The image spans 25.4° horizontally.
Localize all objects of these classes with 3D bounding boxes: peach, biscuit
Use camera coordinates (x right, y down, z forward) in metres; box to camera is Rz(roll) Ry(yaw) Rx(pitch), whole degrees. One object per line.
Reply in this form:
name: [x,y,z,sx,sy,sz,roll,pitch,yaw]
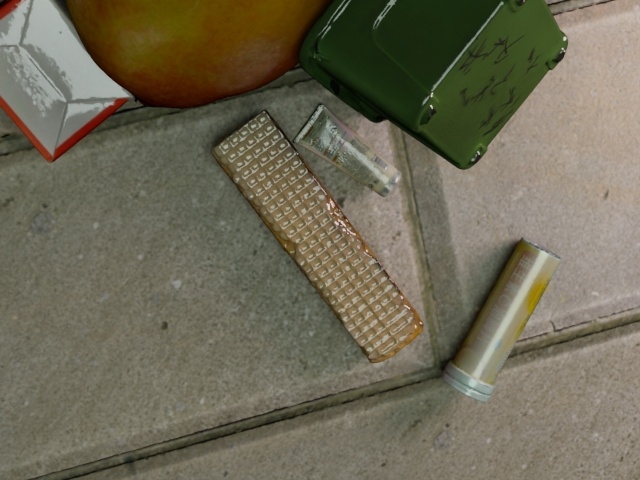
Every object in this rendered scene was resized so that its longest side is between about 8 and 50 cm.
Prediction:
peach: [-0.131,-0.297,1.569,0.308,0.308,0.332,26,110,-19]
biscuit: [0.000,0.000,1.806,0.094,0.054,0.378,-37,111,2]

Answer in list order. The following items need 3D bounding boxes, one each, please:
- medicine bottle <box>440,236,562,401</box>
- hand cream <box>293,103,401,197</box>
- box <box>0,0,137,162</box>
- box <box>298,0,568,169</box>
medicine bottle: [0.242,0.104,1.886,0.074,0.074,0.218,25,98,-18]
hand cream: [0.038,-0.108,1.796,0.143,0.039,0.061,37,103,-11]
box: [-0.318,-0.201,1.647,0.133,0.099,0.182,-38,109,8]
box: [0.146,-0.226,1.619,0.178,0.329,0.252,39,96,18]
